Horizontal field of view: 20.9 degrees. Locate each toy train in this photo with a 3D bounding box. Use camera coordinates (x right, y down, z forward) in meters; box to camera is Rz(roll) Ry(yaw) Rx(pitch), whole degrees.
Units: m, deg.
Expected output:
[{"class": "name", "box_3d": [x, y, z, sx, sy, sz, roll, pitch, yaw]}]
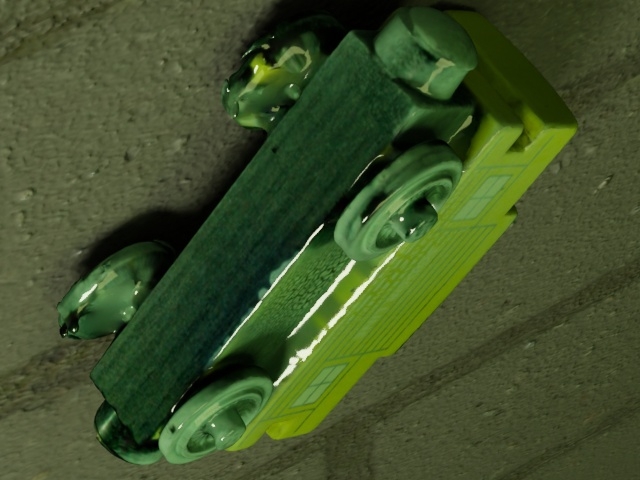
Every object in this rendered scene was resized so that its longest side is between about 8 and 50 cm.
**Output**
[{"class": "toy train", "box_3d": [0.000, 0.000, 1.319, 0.272, 0.179, 0.442, -6, 142, -54]}]
